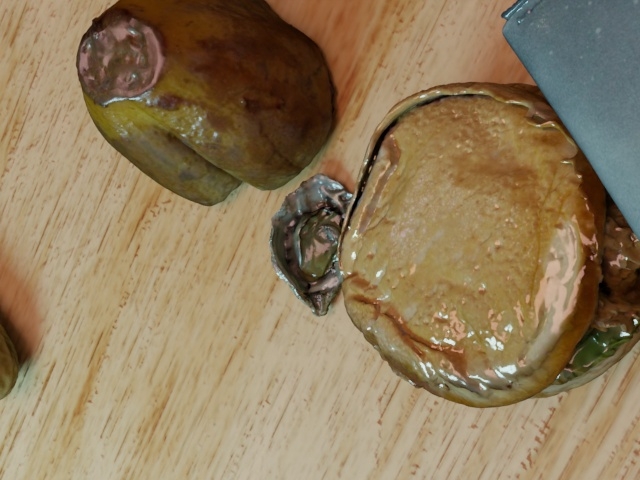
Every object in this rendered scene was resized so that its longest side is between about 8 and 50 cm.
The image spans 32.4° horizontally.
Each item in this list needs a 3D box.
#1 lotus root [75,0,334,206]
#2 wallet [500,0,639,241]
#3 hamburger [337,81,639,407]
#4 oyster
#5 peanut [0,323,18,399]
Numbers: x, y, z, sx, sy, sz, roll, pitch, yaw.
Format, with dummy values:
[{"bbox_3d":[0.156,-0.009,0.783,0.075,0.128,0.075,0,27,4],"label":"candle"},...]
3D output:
[{"bbox_3d":[-0.114,-0.128,0.951,0.199,0.180,0.188,46,108,24],"label":"lotus root"},{"bbox_3d":[0.245,-0.111,0.609,0.251,0.054,0.290,62,141,20],"label":"wallet"},{"bbox_3d":[0.138,-0.002,0.817,0.286,0.146,0.243,-29,69,35],"label":"hamburger"},{"bbox_3d":[0.001,0.001,0.968,0.100,0.037,0.098,-45,86,1],"label":"oyster"},{"bbox_3d":[-0.386,0.098,1.167,0.194,0.083,0.093,46,147,28],"label":"peanut"}]
